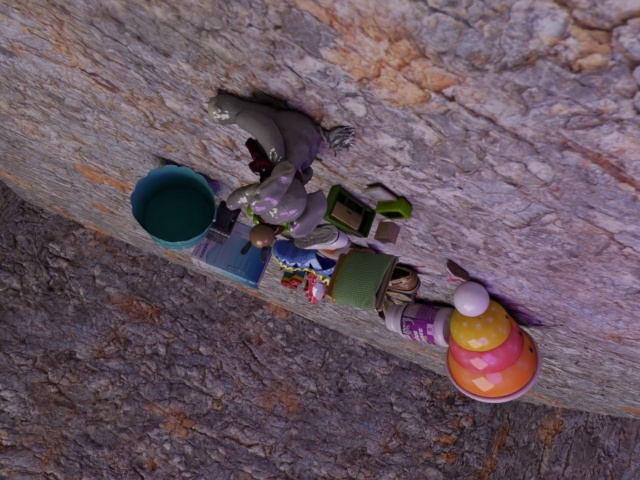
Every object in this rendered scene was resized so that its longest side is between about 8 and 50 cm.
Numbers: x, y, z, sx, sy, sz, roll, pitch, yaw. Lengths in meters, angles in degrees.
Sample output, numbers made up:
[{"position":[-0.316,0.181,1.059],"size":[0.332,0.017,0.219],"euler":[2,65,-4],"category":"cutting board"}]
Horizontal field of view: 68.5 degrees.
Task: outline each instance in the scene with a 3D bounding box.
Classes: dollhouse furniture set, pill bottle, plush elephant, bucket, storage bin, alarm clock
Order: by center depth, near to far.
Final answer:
[{"position":[-0.101,-0.144,1.052],"size":[0.330,0.255,0.272],"euler":[11,160,28],"category":"plush elephant"},{"position":[0.089,0.017,1.228],"size":[0.151,0.302,0.197],"euler":[30,163,-32],"category":"dollhouse furniture set"},{"position":[-0.494,-0.104,1.615],"size":[0.281,0.281,0.183],"euler":[23,163,-7],"category":"bucket"},{"position":[-0.382,-0.064,1.825],"size":[0.084,0.122,0.180],"euler":[25,162,-14],"category":"storage bin"},{"position":[0.323,0.212,1.926],"size":[0.129,0.064,0.192],"euler":[21,160,1],"category":"alarm clock"},{"position":[0.438,0.357,2.044],"size":[0.301,0.169,0.169],"euler":[1,154,46],"category":"pill bottle"}]

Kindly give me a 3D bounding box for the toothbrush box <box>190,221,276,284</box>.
[{"position":[-0.358,0.044,1.963],"size":[0.295,0.216,0.126],"euler":[21,162,-2],"category":"toothbrush box"}]

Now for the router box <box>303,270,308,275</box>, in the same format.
[{"position":[-0.069,0.092,2.000],"size":[0.092,0.038,0.122],"euler":[50,165,11],"category":"router box"}]

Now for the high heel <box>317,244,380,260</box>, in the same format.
[{"position":[0.106,0.049,1.697],"size":[0.244,0.082,0.117],"euler":[5,162,26],"category":"high heel"}]

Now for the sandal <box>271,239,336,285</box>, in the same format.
[{"position":[-0.037,0.068,1.855],"size":[0.317,0.126,0.138],"euler":[20,149,-7],"category":"sandal"}]

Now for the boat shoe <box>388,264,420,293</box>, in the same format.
[{"position":[0.215,0.125,1.751],"size":[0.307,0.111,0.104],"euler":[-1,150,29],"category":"boat shoe"}]

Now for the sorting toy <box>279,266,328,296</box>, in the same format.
[{"position":[-0.071,0.210,2.325],"size":[0.257,0.089,0.255],"euler":[25,162,-12],"category":"sorting toy"}]

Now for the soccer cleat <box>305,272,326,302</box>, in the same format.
[{"position":[-0.010,0.187,2.134],"size":[0.083,0.095,0.248],"euler":[51,144,41],"category":"soccer cleat"}]

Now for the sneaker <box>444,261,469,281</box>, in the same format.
[{"position":[0.425,0.104,1.530],"size":[0.118,0.042,0.067],"euler":[30,157,-32],"category":"sneaker"}]

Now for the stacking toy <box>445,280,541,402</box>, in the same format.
[{"position":[0.579,0.324,1.679],"size":[0.350,0.351,0.480],"euler":[7,142,37],"category":"stacking toy"}]

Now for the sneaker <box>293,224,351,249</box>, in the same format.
[{"position":[0.000,0.000,1.653],"size":[0.095,0.090,0.235],"euler":[24,166,-40],"category":"sneaker"}]

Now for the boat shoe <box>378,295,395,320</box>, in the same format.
[{"position":[0.258,0.287,2.174],"size":[0.104,0.089,0.285],"euler":[5,156,42],"category":"boat shoe"}]

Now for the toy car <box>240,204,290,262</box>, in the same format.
[{"position":[-0.196,-0.018,1.641],"size":[0.155,0.188,0.149],"euler":[17,162,15],"category":"toy car"}]
